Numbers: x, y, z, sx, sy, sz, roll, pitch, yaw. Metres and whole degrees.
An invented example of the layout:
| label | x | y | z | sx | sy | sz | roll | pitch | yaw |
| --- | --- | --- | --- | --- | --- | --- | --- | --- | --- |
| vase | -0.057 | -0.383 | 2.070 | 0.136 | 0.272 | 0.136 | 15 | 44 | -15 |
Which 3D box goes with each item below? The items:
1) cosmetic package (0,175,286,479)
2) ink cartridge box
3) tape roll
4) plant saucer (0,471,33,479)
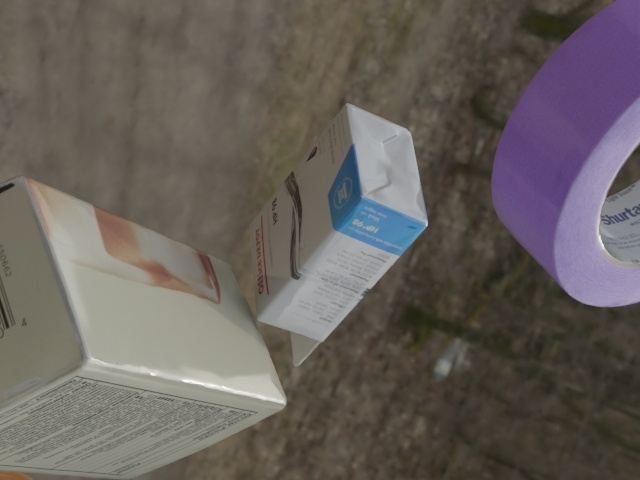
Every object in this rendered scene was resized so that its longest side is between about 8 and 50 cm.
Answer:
| label | x | y | z | sx | sy | sz | roll | pitch | yaw |
| --- | --- | --- | --- | --- | --- | --- | --- | --- | --- |
| cosmetic package | -0.159 | 0.071 | 0.943 | 0.153 | 0.129 | 0.296 | -27 | 160 | 13 |
| ink cartridge box | 0.000 | 0.000 | 1.057 | 0.180 | 0.060 | 0.104 | -50 | -148 | 35 |
| tape roll | 0.277 | -0.077 | 1.160 | 0.275 | 0.090 | 0.275 | -22 | 138 | -21 |
| plant saucer | -0.280 | 0.230 | 1.270 | 0.013 | 0.083 | 0.083 | -62 | 165 | 20 |
